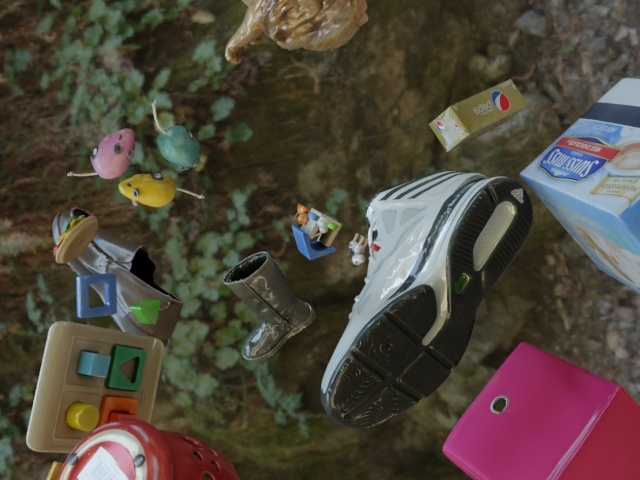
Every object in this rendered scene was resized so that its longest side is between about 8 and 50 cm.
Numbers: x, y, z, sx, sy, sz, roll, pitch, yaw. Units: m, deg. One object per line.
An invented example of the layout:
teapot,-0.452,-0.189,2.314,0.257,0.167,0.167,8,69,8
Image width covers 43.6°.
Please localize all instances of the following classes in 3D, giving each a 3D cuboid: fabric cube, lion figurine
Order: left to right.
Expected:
lion figurine,-0.110,-0.446,1.280,0.392,0.142,0.240,49,136,-9
fabric cube,0.414,0.366,1.342,0.259,0.254,0.258,41,174,-21

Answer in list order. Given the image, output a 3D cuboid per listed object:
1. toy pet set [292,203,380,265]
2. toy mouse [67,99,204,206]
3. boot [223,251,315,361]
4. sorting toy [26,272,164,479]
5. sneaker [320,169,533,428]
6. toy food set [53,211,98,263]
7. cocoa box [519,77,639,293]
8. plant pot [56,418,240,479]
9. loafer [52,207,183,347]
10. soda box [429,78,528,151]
toy pet set,0.000,0.000,1.098,0.065,0.122,0.114,-61,29,4
toy mouse,-0.185,-0.087,0.863,0.143,0.161,0.031,116,145,-44
boot,-0.124,0.134,1.568,0.076,0.189,0.208,51,-177,41
sorting toy,-0.314,0.222,1.165,0.047,0.196,0.348,1,77,41
sneaker,0.126,0.076,1.283,0.169,0.447,0.257,40,174,-27
toy food set,-0.333,-0.004,1.091,0.020,0.082,0.083,37,-172,5
cocoa box,0.478,-0.062,1.108,0.231,0.228,0.347,46,-175,-14
plant pot,-0.216,0.322,0.976,0.174,0.191,0.191,43,-161,-50
loafer,-0.384,0.053,1.569,0.366,0.130,0.134,46,-175,20
soda box,0.269,-0.212,1.351,0.058,0.181,0.061,57,141,6
